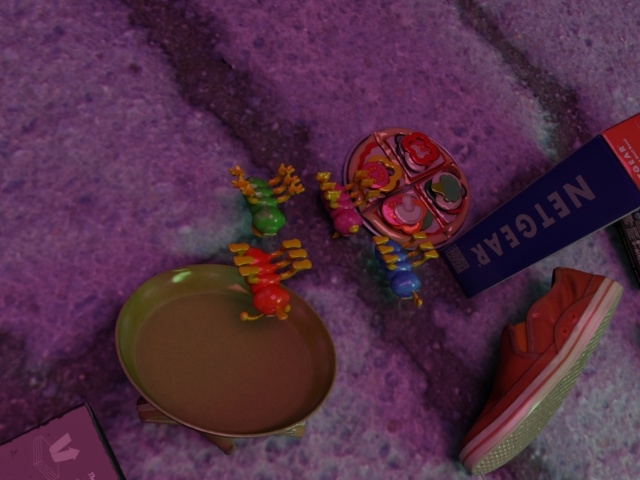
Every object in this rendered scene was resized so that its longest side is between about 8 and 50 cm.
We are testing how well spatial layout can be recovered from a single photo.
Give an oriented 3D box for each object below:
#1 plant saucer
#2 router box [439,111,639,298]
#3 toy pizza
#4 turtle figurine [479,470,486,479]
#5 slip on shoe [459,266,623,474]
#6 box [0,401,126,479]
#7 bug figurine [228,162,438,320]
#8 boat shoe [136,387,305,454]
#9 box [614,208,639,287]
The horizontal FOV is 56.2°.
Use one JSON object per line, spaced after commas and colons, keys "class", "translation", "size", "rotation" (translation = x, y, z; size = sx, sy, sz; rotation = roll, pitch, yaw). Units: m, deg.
{"class": "plant saucer", "translation": [-0.101, 0.119, 0.655], "size": [0.241, 0.037, 0.241], "rotation": [15, 36, -11]}
{"class": "router box", "translation": [0.356, -0.066, 0.757], "size": [0.301, 0.335, 0.082], "rotation": [-24, 78, -25]}
{"class": "toy pizza", "translation": [0.131, -0.082, 0.863], "size": [0.201, 0.032, 0.201], "rotation": [7, 66, -15]}
{"class": "turtle figurine", "translation": [0.177, 0.361, 0.649], "size": [0.234, 0.118, 0.175], "rotation": [48, 22, 4]}
{"class": "slip on shoe", "translation": [0.272, 0.160, 0.775], "size": [0.101, 0.123, 0.331], "rotation": [28, 63, 32]}
{"class": "box", "translation": [-0.259, 0.262, 0.558], "size": [0.158, 0.093, 0.156], "rotation": [-24, 77, -24]}
{"class": "bug figurine", "translation": [0.000, 0.000, 0.742], "size": [0.279, 0.072, 0.216], "rotation": [-3, 54, -31]}
{"class": "boat shoe", "translation": [-0.103, 0.198, 0.656], "size": [0.190, 0.068, 0.072], "rotation": [2, 83, -15]}
{"class": "box", "translation": [0.555, -0.039, 0.918], "size": [0.184, 0.045, 0.191], "rotation": [-18, 73, 12]}
